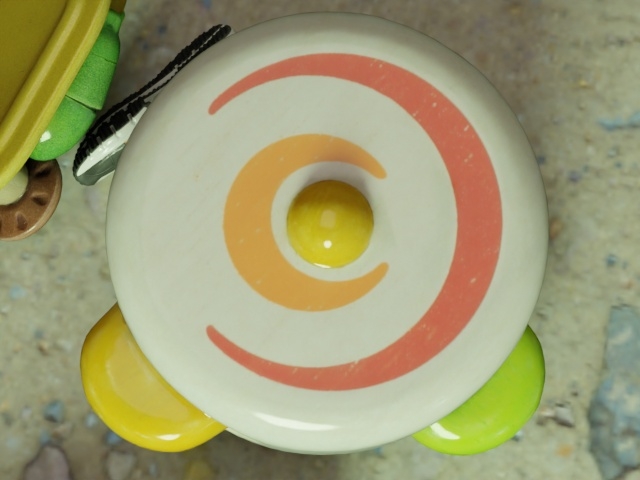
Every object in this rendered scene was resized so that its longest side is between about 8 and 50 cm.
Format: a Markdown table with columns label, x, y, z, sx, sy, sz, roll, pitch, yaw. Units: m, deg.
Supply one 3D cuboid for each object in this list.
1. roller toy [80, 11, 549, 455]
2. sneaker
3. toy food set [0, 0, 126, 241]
| label | x | y | z | sx | sy | sz | roll | pitch | yaw |
| --- | --- | --- | --- | --- | --- | --- | --- | --- | --- |
| roller toy | 0.000 | 0.000 | 0.805 | 0.209 | 0.146 | 0.191 | 0 | 83 | -1 |
| sneaker | -0.075 | -0.058 | 0.891 | 0.109 | 0.040 | 0.044 | -36 | 115 | 8 |
| toy food set | -0.159 | -0.064 | 0.882 | 0.128 | 0.071 | 0.218 | 28 | 86 | 37 |
